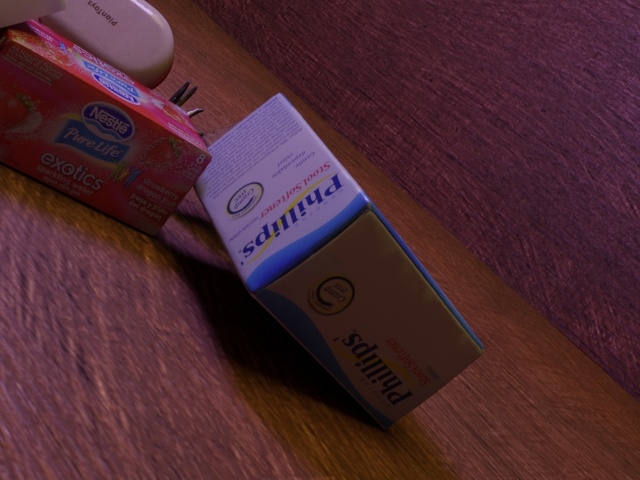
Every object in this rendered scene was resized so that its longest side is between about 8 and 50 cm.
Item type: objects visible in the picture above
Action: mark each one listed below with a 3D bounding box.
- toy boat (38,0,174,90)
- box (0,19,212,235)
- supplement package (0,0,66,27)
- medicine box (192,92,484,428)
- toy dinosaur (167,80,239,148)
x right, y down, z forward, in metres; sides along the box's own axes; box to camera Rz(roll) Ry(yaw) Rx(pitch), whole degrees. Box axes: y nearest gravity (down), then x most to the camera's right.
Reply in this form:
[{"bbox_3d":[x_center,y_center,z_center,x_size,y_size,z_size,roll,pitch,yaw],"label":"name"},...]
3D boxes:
[{"bbox_3d":[-0.353,-0.337,1.573,0.231,0.151,0.151,39,-17,5],"label":"toy boat"},{"bbox_3d":[-0.261,-0.128,1.012,0.257,0.122,0.128,30,16,-36],"label":"box"},{"bbox_3d":[-0.410,-0.329,0.911,0.293,0.177,0.175,30,42,29],"label":"supplement package"},{"bbox_3d":[0.011,0.018,1.048,0.263,0.149,0.289,49,3,-37],"label":"medicine box"},{"bbox_3d":[-0.115,-0.117,1.241,0.296,0.127,0.200,8,24,-46],"label":"toy dinosaur"}]
